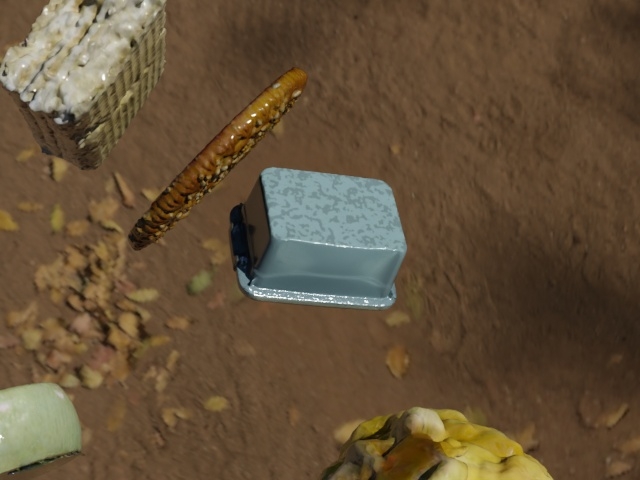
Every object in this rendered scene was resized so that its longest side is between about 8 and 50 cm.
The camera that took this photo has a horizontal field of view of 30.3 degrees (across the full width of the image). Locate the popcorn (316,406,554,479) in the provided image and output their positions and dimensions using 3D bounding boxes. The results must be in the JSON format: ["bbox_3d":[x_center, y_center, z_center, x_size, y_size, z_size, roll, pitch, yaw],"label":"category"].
[{"bbox_3d":[0.139,0.388,1.467,0.354,0.390,0.344,25,85,4],"label":"popcorn"}]

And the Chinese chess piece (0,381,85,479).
[{"bbox_3d":[-0.309,0.189,1.059,0.188,0.188,0.083,-23,79,2],"label":"Chinese chess piece"}]

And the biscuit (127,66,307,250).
[{"bbox_3d":[-0.123,-0.095,1.444,0.038,0.305,0.305,45,83,-4],"label":"biscuit"}]

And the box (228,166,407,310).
[{"bbox_3d":[0.000,0.000,1.555,0.227,0.130,0.162,7,47,-20],"label":"box"}]

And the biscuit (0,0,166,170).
[{"bbox_3d":[-0.150,-0.110,0.776,0.062,0.239,0.108,32,82,-3],"label":"biscuit"}]
